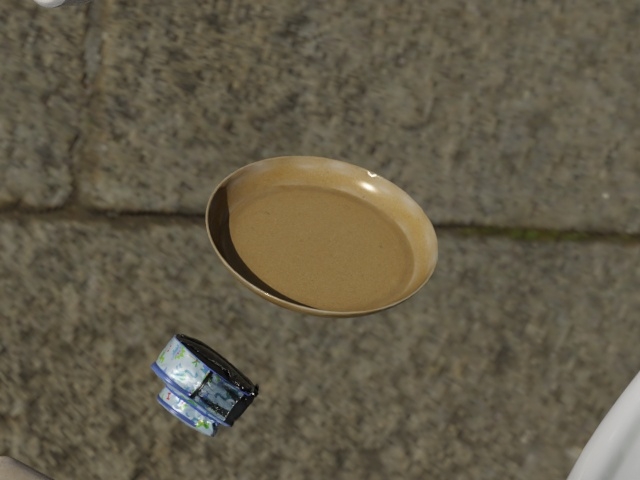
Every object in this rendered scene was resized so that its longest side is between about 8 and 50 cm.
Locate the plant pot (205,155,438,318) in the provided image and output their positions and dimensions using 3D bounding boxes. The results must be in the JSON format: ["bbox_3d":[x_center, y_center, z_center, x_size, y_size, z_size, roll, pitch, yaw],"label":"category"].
[{"bbox_3d":[0.000,0.000,1.541,0.236,0.236,0.032,-11,137,-26],"label":"plant pot"}]

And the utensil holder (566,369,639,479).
[{"bbox_3d":[0.398,0.209,1.000,0.385,0.327,0.327,42,81,-2],"label":"utensil holder"}]

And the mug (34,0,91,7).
[{"bbox_3d":[-0.245,-0.253,1.437,0.064,0.062,0.078,-44,135,-61],"label":"mug"}]

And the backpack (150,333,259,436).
[{"bbox_3d":[-0.136,0.163,1.718,0.114,0.105,0.084,39,88,-1],"label":"backpack"}]

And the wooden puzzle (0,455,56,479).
[{"bbox_3d":[-0.323,0.362,1.507,0.347,0.080,0.322,-30,132,27],"label":"wooden puzzle"}]
